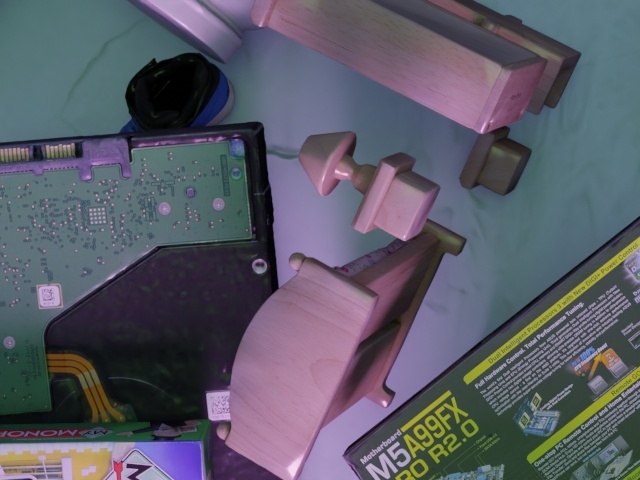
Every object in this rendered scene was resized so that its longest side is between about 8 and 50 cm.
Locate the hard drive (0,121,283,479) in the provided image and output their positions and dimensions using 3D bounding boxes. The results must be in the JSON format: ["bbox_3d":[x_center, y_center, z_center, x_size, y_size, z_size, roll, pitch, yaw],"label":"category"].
[{"bbox_3d":[-0.141,0.093,1.366,0.237,0.064,0.339,-5,100,5],"label":"hard drive"}]

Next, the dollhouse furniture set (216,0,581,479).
[{"bbox_3d":[0.000,0.000,1.334,0.174,0.303,0.355,29,108,14],"label":"dollhouse furniture set"}]

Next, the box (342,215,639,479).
[{"bbox_3d":[0.184,0.139,1.261,0.270,0.060,0.216,-39,85,2],"label":"box"}]

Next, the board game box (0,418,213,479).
[{"bbox_3d":[-0.173,0.281,1.347,0.213,0.046,0.317,-2,104,5],"label":"board game box"}]

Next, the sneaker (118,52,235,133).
[{"bbox_3d":[-0.130,-0.075,1.404,0.152,0.084,0.058,-43,71,-1],"label":"sneaker"}]

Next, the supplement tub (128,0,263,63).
[{"bbox_3d":[-0.060,-0.242,1.388,0.144,0.144,0.200,35,89,7],"label":"supplement tub"}]
